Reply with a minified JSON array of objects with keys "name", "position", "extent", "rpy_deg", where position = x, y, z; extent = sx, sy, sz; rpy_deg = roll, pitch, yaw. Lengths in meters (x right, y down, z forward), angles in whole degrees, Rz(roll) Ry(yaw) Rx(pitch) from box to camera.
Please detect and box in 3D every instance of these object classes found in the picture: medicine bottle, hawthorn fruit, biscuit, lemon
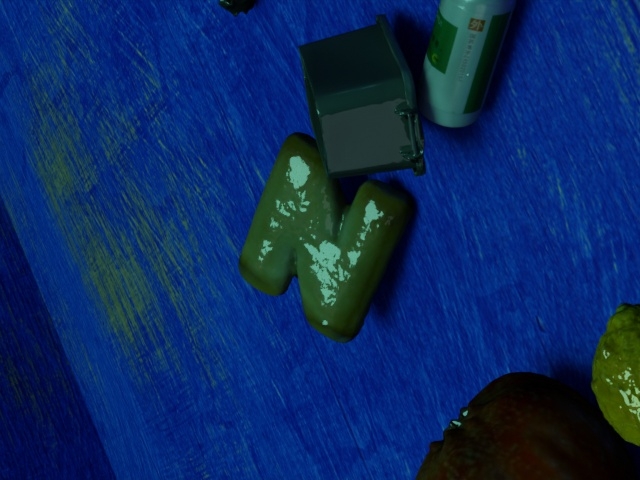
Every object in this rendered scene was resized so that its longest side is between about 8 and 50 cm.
[{"name":"medicine bottle","position":[0.189,-0.266,1.710],"extent":[0.095,0.095,0.260],"rpy_deg":[50,144,31]},{"name":"hawthorn fruit","position":[0.289,0.341,1.749],"extent":[0.330,0.287,0.287],"rpy_deg":[42,147,1]},{"name":"biscuit","position":[0.000,0.000,2.093],"extent":[0.237,0.062,0.290],"rpy_deg":[34,124,15]},{"name":"lemon","position":[0.387,0.160,1.585],"extent":[0.142,0.142,0.187],"rpy_deg":[-29,79,60]}]

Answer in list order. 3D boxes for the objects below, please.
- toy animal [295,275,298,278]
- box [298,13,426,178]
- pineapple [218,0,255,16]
[{"name":"toy animal","position":[-0.006,0.013,2.206],"extent":[0.233,0.085,0.148],"rpy_deg":[-23,89,57]},{"name":"box","position":[0.052,-0.189,1.844],"extent":[0.243,0.135,0.163],"rpy_deg":[-103,2,-56]},{"name":"pineapple","position":[-0.187,-0.463,2.213],"extent":[0.237,0.111,0.119],"rpy_deg":[48,176,20]}]
